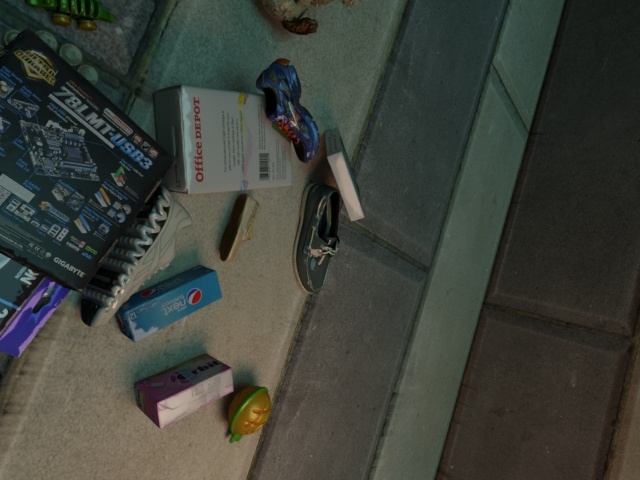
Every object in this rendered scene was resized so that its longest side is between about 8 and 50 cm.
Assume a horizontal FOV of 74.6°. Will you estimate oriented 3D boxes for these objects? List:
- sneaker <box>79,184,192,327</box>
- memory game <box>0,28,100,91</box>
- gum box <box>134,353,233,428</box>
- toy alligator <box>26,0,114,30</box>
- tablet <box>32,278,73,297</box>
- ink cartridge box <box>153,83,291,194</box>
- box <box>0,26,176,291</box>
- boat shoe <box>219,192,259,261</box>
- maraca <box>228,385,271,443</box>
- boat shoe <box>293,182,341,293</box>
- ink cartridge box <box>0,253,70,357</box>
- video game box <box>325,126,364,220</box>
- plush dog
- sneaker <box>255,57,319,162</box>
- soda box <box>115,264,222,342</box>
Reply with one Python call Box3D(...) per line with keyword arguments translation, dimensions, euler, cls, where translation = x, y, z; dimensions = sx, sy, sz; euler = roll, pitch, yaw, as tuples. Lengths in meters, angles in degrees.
Box3D(translation=(-0.351, 0.039, 0.818), dimensions=(0.292, 0.110, 0.118), euler=(-63, 144, -15), cls="sneaker")
Box3D(translation=(-0.459, -0.253, 0.701), dimensions=(0.186, 0.012, 0.187), euler=(-12, 106, -45), cls="memory game")
Box3D(translation=(-0.293, 0.322, 0.929), dimensions=(0.188, 0.107, 0.062), euler=(-14, 109, -44), cls="gum box")
Box3D(translation=(-0.425, -0.385, 0.679), dimensions=(0.189, 0.051, 0.056), euler=(-10, 105, -45), cls="toy alligator")
Box3D(translation=(-0.485, 0.074, 0.747), dimensions=(0.083, 0.006, 0.054), euler=(0, 98, -47), cls="tablet")
Box3D(translation=(-0.200, -0.212, 0.907), dimensions=(0.278, 0.117, 0.202), euler=(-13, 107, -46), cls="ink cartridge box")
Box3D(translation=(-0.430, -0.116, 0.669), dimensions=(0.295, 0.073, 0.294), euler=(46, 58, -39), cls="box")
Box3D(translation=(-0.187, -0.025, 1.002), dimensions=(0.059, 0.063, 0.170), euler=(26, 78, -40), cls="boat shoe")
Box3D(translation=(-0.185, 0.450, 1.085), dimensions=(0.127, 0.099, 0.186), euler=(-23, 139, -46), cls="maraca")
Box3D(translation=(0.000, 0.000, 1.179), dimensions=(0.116, 0.099, 0.320), euler=(-3, 100, -46), cls="boat shoe")
Box3D(translation=(-0.514, 0.062, 0.678), dimensions=(0.208, 0.045, 0.206), euler=(46, 63, -40), cls="ink cartridge box")
Box3D(translation=(0.066, -0.187, 1.173), dimensions=(0.187, 0.048, 0.205), euler=(-88, 158, -56), cls="video game box")
Box3D(translation=(-0.052, -0.613, 0.965), dimensions=(0.225, 0.210, 0.262), euler=(-46, 122, -7), cls="plush dog")
Box3D(translation=(-0.075, -0.265, 0.901), dimensions=(0.087, 0.083, 0.221), euler=(-35, 117, -24), cls="sneaker")
Box3D(translation=(-0.318, 0.127, 0.891), dimensions=(0.210, 0.067, 0.071), euler=(-26, 117, -40), cls="soda box")
